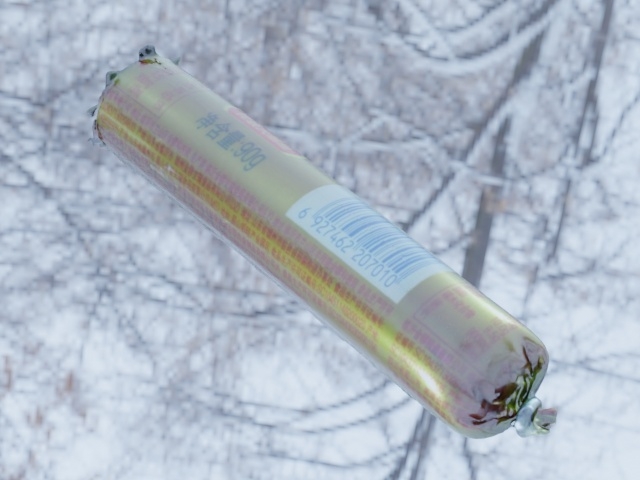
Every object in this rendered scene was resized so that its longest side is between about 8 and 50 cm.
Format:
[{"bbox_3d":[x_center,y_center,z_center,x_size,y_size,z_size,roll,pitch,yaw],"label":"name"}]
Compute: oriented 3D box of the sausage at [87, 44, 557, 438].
[{"bbox_3d":[0.000,0.000,0.909,0.082,0.082,0.371,-14,-139,-43],"label":"sausage"}]
